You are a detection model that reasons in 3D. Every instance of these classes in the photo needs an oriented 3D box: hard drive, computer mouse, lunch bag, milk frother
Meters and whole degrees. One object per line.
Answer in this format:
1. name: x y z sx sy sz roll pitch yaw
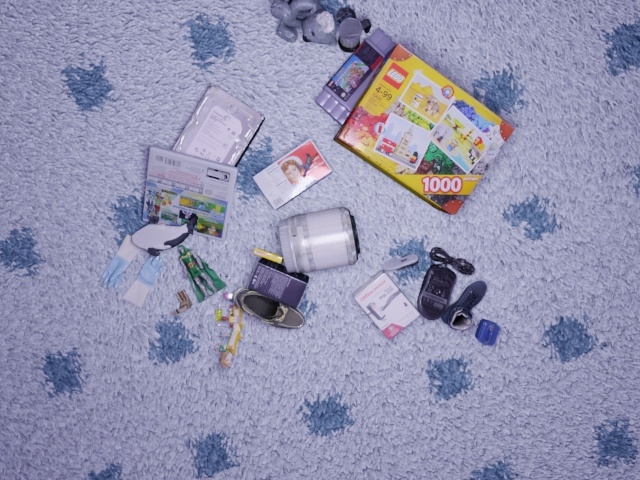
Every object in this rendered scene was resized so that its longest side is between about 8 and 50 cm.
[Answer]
1. hard drive: -0.394 -0.384 1.873 0.237 0.064 0.338 33 94 -3
2. computer mouse: 0.461 0.179 1.916 0.189 0.072 0.272 26 83 0
3. lunch bag: 0.649 0.361 1.926 0.067 0.065 0.098 16 95 -1
4. milk frother: 0.100 -0.778 1.791 0.143 0.135 0.129 44 94 -3

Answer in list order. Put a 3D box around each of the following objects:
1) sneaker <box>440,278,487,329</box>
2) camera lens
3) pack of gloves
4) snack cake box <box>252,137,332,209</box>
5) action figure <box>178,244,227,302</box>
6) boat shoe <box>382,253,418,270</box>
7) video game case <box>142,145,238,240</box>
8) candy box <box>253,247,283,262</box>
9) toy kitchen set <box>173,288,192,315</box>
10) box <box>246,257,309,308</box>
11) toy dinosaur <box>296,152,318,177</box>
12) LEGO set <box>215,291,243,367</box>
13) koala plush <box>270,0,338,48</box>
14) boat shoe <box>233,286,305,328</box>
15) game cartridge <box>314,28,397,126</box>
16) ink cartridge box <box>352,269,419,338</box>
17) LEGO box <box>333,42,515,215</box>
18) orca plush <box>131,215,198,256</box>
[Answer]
1. sneaker: 0.562 0.246 1.870 0.086 0.163 0.226 44 93 -2
2. camera lens: 0.000 0.000 1.824 0.275 0.219 0.219 -10 95 2
3. pack of gloves: -0.738 0.123 1.934 0.195 0.046 0.232 33 95 -1
4. snack cake box: -0.103 -0.249 1.868 0.265 0.089 0.152 -33 92 3
5. action figure: -0.484 0.117 1.925 0.137 0.063 0.232 -33 91 7
6. boat shoe: 0.313 0.093 1.917 0.142 0.049 0.040 -17 133 7
7. video game case: -0.494 -0.173 1.864 0.330 0.036 0.299 15 114 -1
8. candy box: -0.189 0.056 1.838 0.105 0.206 0.027 17 87 -1
9. toy kitchen set: -0.553 0.244 1.923 0.068 0.083 0.075 -27 95 3
10. box: -0.155 0.157 1.875 0.207 0.153 0.108 24 96 -1
11. toy dinosaur: -0.045 -0.271 1.802 0.090 0.047 0.082 -8 113 -9
12. LEGO set: -0.369 0.343 1.906 0.107 0.132 0.286 4 73 6
13. koala plush: -0.027 -0.783 1.756 0.221 0.196 0.203 42 87 10
14. boat shoe: -0.184 0.268 1.880 0.305 0.091 0.109 27 85 -22
15. game cartridge: 0.173 -0.583 1.849 0.230 0.068 0.355 41 95 -7
16. ink cartridge box: 0.252 0.244 1.909 0.159 0.092 0.217 -40 92 4
17. LEGO box: 0.356 -0.381 1.763 0.501 0.193 0.372 32 97 -10
18. orca plush: -0.577 -0.027 1.893 0.288 0.102 0.151 -26 77 18
